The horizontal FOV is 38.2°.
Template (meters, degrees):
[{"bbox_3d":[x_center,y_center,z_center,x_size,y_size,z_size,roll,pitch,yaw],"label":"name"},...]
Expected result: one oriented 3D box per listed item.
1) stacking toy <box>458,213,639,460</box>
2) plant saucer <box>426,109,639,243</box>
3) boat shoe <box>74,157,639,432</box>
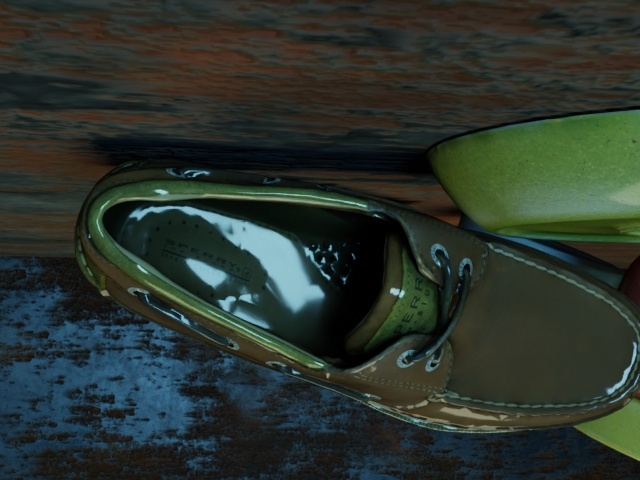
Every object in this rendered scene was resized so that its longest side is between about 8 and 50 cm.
[{"bbox_3d":[0.249,0.059,0.672,0.279,0.130,0.309,17,-172,-25],"label":"stacking toy"},{"bbox_3d":[0.168,-0.021,0.414,0.241,0.037,0.241,1,178,0],"label":"plant saucer"},{"bbox_3d":[0.030,0.036,0.457,0.307,0.111,0.104,12,175,-7],"label":"boat shoe"}]
